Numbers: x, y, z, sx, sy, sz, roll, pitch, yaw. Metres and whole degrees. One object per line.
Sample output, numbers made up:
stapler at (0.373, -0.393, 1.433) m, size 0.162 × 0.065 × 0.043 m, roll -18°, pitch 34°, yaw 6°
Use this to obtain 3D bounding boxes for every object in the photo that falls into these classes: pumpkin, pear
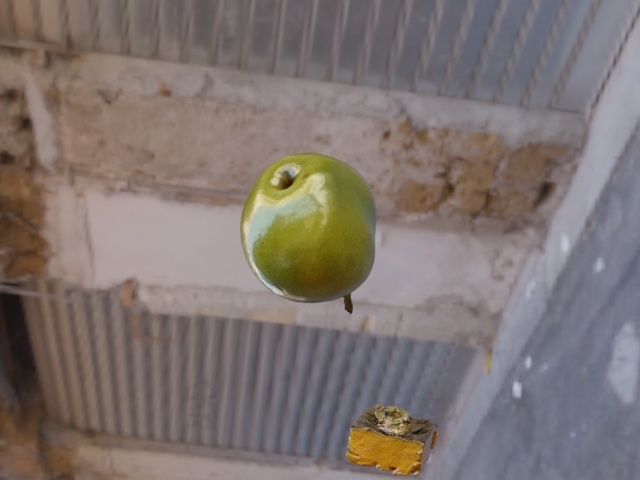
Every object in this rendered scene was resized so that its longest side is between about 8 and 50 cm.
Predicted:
pumpkin at (0.069, 0.181, 1.024) m, size 0.083 × 0.074 × 0.054 m, roll -17°, pitch -66°, yaw -75°
pear at (0.000, 0.000, 1.313) m, size 0.216 × 0.166 × 0.180 m, roll 53°, pitch -163°, yaw -37°
